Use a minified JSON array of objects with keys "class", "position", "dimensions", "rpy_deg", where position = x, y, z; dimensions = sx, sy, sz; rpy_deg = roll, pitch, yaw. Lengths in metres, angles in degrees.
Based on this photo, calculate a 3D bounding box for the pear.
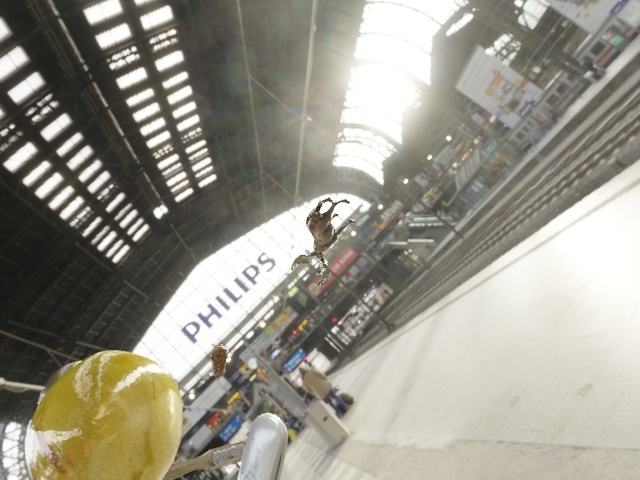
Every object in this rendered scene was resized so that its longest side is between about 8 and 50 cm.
[{"class":"pear","position":[-0.445,0.398,0.896],"dimensions":[0.314,0.314,0.314],"rpy_deg":[-45,-11,-11]}]

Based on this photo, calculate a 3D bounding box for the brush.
[{"class":"brush","position":[-0.407,0.777,1.491],"dimensions":[0.327,0.070,0.065],"rpy_deg":[-7,-26,-20]}]

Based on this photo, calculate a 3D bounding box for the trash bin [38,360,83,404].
[{"class":"trash bin","position":[-0.771,0.553,1.337],"dimensions":[0.214,0.214,0.334],"rpy_deg":[79,-169,-77]}]

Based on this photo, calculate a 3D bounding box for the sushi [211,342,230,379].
[{"class":"sushi","position":[-0.338,0.401,1.421],"dimensions":[0.060,0.061,0.118],"rpy_deg":[115,172,-67]}]

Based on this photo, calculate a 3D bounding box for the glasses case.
[{"class":"glasses case","position":[-0.109,0.420,0.782],"dimensions":[0.049,0.076,0.197],"rpy_deg":[11,-86,-55]}]

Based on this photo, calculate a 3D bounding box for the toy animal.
[{"class":"toy animal","position":[0.000,0.000,1.037],"dimensions":[0.186,0.093,0.214],"rpy_deg":[-54,-29,-20]}]
